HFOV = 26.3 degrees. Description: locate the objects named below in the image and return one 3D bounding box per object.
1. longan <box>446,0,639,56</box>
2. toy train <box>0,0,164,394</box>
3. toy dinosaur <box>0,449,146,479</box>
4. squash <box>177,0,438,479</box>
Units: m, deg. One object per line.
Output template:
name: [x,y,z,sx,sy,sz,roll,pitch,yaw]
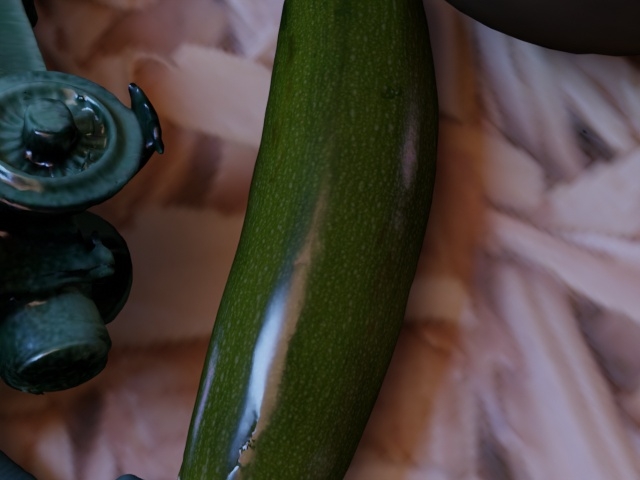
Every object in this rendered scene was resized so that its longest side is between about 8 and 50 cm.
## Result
longan: [0.115,-0.213,0.480,0.300,0.243,0.300,-37,37,35]
toy train: [-0.185,-0.061,0.531,0.202,0.120,0.301,-11,58,-25]
toy dinosaur: [-0.296,0.119,0.578,0.383,0.129,0.331,-41,73,2]
squash: [0.001,0.000,0.530,0.071,0.080,0.319,16,75,-17]
